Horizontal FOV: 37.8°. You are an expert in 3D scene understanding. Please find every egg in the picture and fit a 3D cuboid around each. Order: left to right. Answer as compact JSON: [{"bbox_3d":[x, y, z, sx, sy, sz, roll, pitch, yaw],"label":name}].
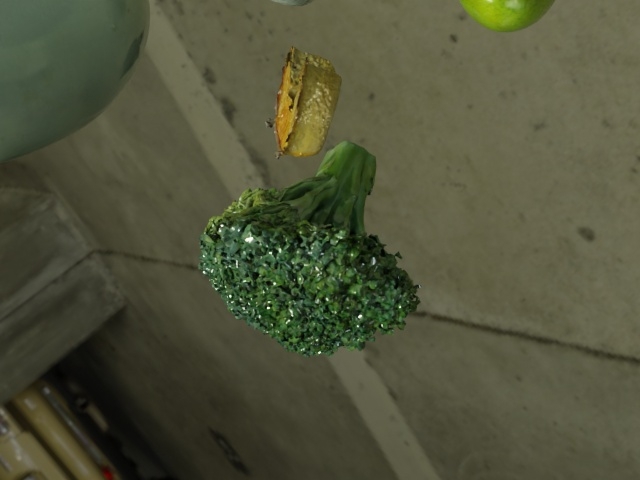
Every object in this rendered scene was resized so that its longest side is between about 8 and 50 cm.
[{"bbox_3d":[-0.313,-0.193,0.896,0.230,0.371,0.230,15,126,22],"label":"egg"}]

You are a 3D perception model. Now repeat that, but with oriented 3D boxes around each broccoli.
[{"bbox_3d":[0.000,0.000,0.810,0.194,0.194,0.219,46,151,7],"label":"broccoli"}]

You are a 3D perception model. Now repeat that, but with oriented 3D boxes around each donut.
[{"bbox_3d":[-0.020,-0.182,1.278,0.181,0.078,0.146,-121,43,-68],"label":"donut"}]

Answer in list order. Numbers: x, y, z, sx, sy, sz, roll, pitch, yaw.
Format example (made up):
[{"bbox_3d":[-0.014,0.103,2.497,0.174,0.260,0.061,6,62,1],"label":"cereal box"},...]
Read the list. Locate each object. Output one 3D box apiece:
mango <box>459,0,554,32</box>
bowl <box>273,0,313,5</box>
[{"bbox_3d":[0.234,-0.382,1.163,0.149,0.185,0.273,-11,76,41],"label":"mango"},{"bbox_3d":[-0.018,-0.272,0.717,0.313,0.313,0.146,43,123,13],"label":"bowl"}]
